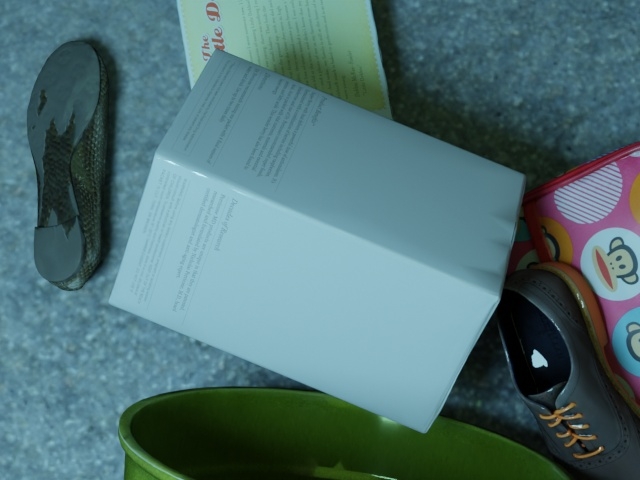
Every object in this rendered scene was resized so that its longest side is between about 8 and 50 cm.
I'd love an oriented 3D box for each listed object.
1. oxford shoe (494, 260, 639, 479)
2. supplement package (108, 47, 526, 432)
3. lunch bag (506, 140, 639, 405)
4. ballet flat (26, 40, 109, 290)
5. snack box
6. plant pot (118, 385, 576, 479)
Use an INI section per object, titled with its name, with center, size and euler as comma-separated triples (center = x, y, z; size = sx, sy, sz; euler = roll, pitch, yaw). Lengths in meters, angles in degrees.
[oxford shoe]
center = 0.212, 0.151, 1.218
size = 0.097, 0.098, 0.271
euler = -32, 77, 32
[supplement package]
center = 0.000, 0.000, 1.237
size = 0.293, 0.175, 0.177
euler = 23, 39, 0
[lunch bag]
center = 0.280, 0.070, 1.297
size = 0.258, 0.120, 0.293
euler = -25, 82, 32
[ballet flat]
center = -0.236, -0.072, 1.414
size = 0.084, 0.058, 0.250
euler = -10, 71, 22
[snack box]
center = -0.032, -0.152, 1.414
size = 0.187, 0.060, 0.322
euler = -10, 79, 0
[plant pot]
center = -0.001, 0.336, 1.175
size = 0.366, 0.366, 0.353
euler = 9, 98, 4
